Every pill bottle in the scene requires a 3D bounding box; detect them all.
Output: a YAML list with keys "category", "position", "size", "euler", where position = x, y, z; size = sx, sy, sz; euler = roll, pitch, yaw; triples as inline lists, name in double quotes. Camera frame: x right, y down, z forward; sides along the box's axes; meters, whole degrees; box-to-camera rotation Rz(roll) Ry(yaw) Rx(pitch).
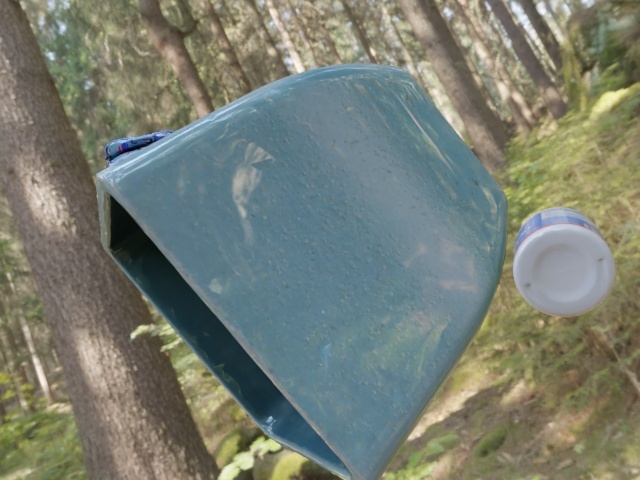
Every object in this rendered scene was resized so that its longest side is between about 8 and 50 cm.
- category: "pill bottle"
  position: [0.341, 0.020, 0.860]
  size: [0.124, 0.124, 0.221]
  euler: [-28, 0, 22]

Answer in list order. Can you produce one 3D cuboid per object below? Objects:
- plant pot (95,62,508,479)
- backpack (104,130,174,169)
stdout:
- category: "plant pot"
  position: [0.000, 0.000, 0.499]
  size: [0.252, 0.247, 0.248]
  euler: [-42, 5, -21]
- category: "backpack"
  position: [-0.296, -0.125, 1.044]
  size: [0.158, 0.116, 0.173]
  euler: [-13, 10, -9]
